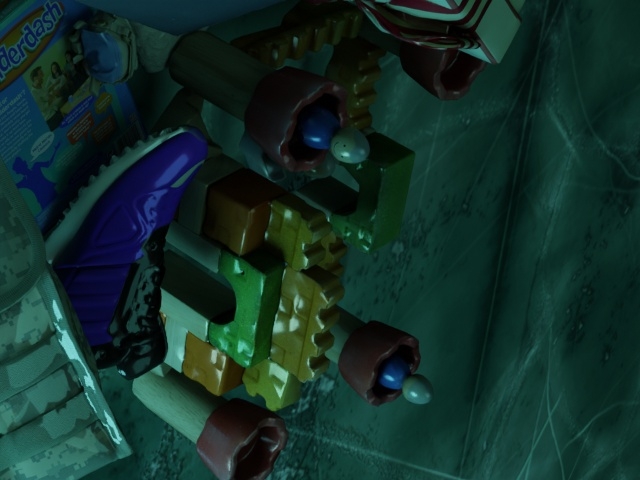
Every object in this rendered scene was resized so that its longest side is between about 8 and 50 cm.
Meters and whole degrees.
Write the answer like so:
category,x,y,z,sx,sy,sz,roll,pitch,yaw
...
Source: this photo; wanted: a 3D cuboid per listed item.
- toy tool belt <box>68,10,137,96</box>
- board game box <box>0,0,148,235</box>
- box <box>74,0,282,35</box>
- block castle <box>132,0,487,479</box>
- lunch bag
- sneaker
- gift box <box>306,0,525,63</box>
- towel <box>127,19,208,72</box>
category,x,y,z,sx,sy,sz,roll,pitch,yaw
toy tool belt,-0.178,-0.161,1.389,0.051,0.052,0.083,-51,145,-36
board game box,-0.237,-0.116,1.428,0.160,0.047,0.210,-46,143,-25
box,-0.142,-0.336,1.151,0.343,0.179,0.313,11,67,-59
block castle,0.000,0.000,1.642,0.303,0.213,0.453,-27,138,-43
lunch bag,-0.306,0.073,1.296,0.235,0.169,0.287,-26,116,-10
sneaker,-0.173,0.039,1.475,0.293,0.146,0.102,-48,176,5
gift box,0.057,-0.311,1.431,0.258,0.255,0.276,-63,152,-2
towel,-0.096,-0.302,1.497,0.282,0.049,0.187,-50,143,-18
